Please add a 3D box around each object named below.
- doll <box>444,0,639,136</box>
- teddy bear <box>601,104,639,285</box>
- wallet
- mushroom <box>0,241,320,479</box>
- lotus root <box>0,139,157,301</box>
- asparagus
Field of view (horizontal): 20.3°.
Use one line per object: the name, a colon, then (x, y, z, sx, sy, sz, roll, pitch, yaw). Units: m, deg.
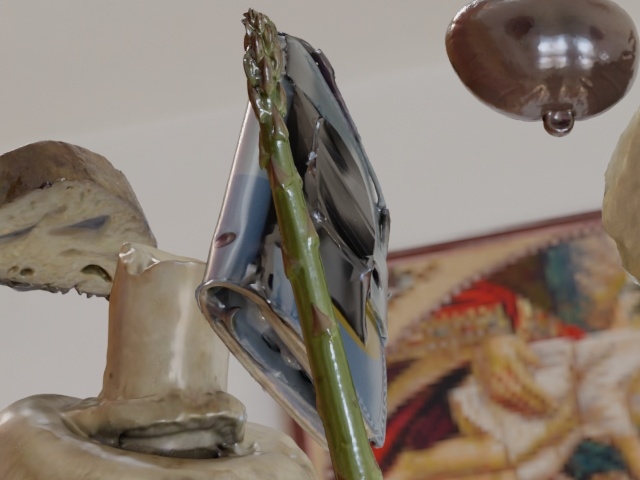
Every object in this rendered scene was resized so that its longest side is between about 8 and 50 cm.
doll: (0.174, -0.164, 1.348, 0.096, 0.145, 0.188, 109, 1, -60)
teddy bear: (0.410, -0.014, 1.318, 0.375, 0.362, 0.327, 7, -97, 68)
wallet: (0.000, 0.000, 1.044, 0.170, 0.069, 0.231, 57, 28, -36)
mushroom: (-0.124, 0.155, 1.438, 0.292, 0.292, 0.290, -28, 129, -82)
lotus root: (-0.269, -0.021, 1.729, 0.260, 0.170, 0.074, 18, 39, -44)
asparagus: (-0.007, 0.008, 0.838, 0.024, 0.025, 0.249, 29, 47, -71)
